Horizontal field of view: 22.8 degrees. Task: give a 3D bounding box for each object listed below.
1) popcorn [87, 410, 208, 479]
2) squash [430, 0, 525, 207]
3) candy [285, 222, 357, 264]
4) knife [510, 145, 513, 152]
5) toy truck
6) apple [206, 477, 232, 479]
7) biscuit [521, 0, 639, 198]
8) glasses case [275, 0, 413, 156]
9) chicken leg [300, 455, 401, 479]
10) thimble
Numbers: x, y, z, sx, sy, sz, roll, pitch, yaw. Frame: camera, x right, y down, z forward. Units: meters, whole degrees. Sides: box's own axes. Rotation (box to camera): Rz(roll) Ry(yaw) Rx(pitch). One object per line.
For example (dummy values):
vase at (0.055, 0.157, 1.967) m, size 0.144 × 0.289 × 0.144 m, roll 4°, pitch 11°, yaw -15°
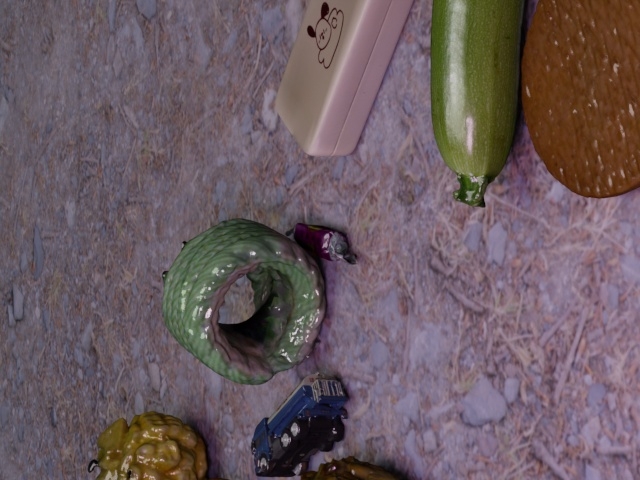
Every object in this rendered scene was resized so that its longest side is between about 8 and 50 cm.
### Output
popcorn at (-0.269, 0.373, 2.494) m, size 0.189 × 0.169 × 0.218 m, roll 39°, pitch 117°, yaw 50°
squash at (0.178, -0.235, 1.783) m, size 0.107 × 0.107 × 0.395 m, roll 7°, pitch 94°, yaw 59°
candy at (0.000, 0.000, 2.156) m, size 0.175 × 0.045 × 0.043 m, roll 23°, pitch 105°, yaw 57°
knife at (0.177, -0.153, 1.880) m, size 0.166 × 0.023 × 0.078 m, roll 22°, pitch 105°, yaw 56°
toy truck at (-0.031, 0.254, 2.186) m, size 0.201 × 0.074 × 0.088 m, roll -51°, pitch 44°, yaw 46°
apple at (-0.148, 0.412, 2.340) m, size 0.102 × 0.126 × 0.126 m, roll -102°, pitch 29°, yaw -48°
biscuit at (0.299, -0.174, 1.660) m, size 0.262 × 0.037 × 0.261 m, roll 3°, pitch 93°, yaw 60°
glasses case at (0.035, -0.266, 2.065) m, size 0.131 × 0.070 × 0.312 m, roll 57°, pitch 136°, yaw 42°
chicken leg at (0.098, 0.427, 1.934) m, size 0.429 × 0.153 × 0.201 m, roll 51°, pitch 146°, yaw 36°
thimble at (-0.103, 0.084, 2.181) m, size 0.150 × 0.219 × 0.219 m, roll 29°, pitch 115°, yaw 58°
